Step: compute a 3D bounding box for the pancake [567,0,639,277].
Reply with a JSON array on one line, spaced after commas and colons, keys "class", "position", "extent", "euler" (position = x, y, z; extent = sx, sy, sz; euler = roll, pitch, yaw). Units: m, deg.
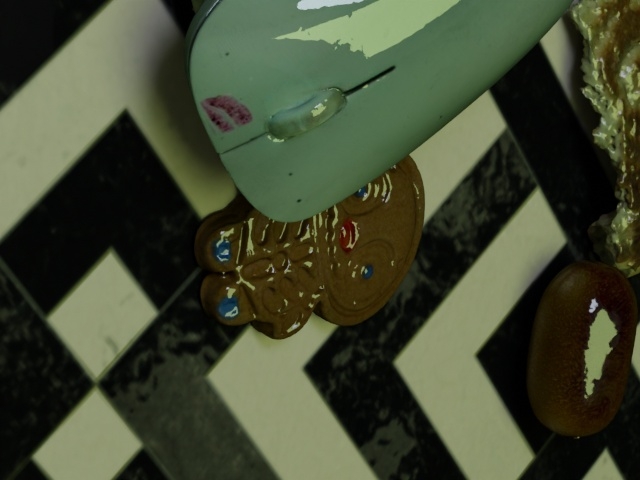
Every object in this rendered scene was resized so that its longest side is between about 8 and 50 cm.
[{"class": "pancake", "position": [0.248, -0.106, 1.349], "extent": [0.244, 0.057, 0.266], "euler": [46, 66, -30]}]

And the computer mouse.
[{"class": "computer mouse", "position": [0.054, -0.133, 1.065], "extent": [0.288, 0.097, 0.159], "euler": [-44, 129, -25]}]

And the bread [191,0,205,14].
[{"class": "bread", "position": [0.023, -0.192, 1.112], "extent": [0.267, 0.040, 0.267], "euler": [-12, 109, -39]}]

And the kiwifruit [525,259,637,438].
[{"class": "kiwifruit", "position": [0.179, 0.075, 1.307], "extent": [0.075, 0.075, 0.124], "euler": [-1, 99, -42]}]

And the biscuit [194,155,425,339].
[{"class": "biscuit", "position": [0.000, 0.000, 1.154], "extent": [0.175, 0.026, 0.124], "euler": [-23, 115, -37]}]
